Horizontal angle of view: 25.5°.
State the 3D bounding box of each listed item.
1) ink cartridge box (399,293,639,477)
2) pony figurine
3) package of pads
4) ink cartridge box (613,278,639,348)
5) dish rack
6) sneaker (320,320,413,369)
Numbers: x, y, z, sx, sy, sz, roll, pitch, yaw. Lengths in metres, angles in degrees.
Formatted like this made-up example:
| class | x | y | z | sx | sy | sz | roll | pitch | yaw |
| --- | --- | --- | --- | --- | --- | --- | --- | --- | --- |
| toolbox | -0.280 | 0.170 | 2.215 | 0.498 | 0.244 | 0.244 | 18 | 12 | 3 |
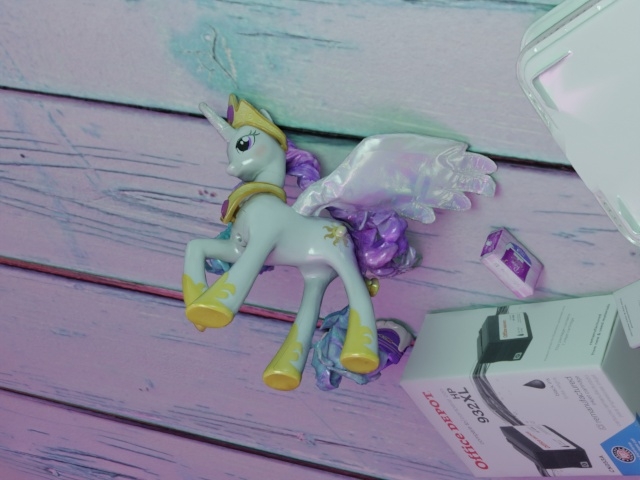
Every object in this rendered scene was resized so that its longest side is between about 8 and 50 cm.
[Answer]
| class | x | y | z | sx | sy | sz | roll | pitch | yaw |
| --- | --- | --- | --- | --- | --- | --- | --- | --- | --- |
| ink cartridge box | 0.295 | 0.200 | 1.867 | 0.307 | 0.129 | 0.223 | -9 | 131 | 39 |
| pony figurine | 0.000 | 0.000 | 1.682 | 0.351 | 0.364 | 0.303 | 18 | 139 | -15 |
| package of pads | 0.238 | 0.029 | 1.759 | 0.083 | 0.050 | 0.032 | 42 | 142 | -21 |
| ink cartridge box | 0.442 | 0.057 | 1.596 | 0.127 | 0.072 | 0.175 | -4 | 161 | -36 |
| dish rack | 0.354 | -0.142 | 1.365 | 0.333 | 0.072 | 0.286 | -32 | 94 | 46 |
| sneaker | 0.053 | 0.160 | 2.022 | 0.170 | 0.071 | 0.068 | -18 | 125 | 46 |
